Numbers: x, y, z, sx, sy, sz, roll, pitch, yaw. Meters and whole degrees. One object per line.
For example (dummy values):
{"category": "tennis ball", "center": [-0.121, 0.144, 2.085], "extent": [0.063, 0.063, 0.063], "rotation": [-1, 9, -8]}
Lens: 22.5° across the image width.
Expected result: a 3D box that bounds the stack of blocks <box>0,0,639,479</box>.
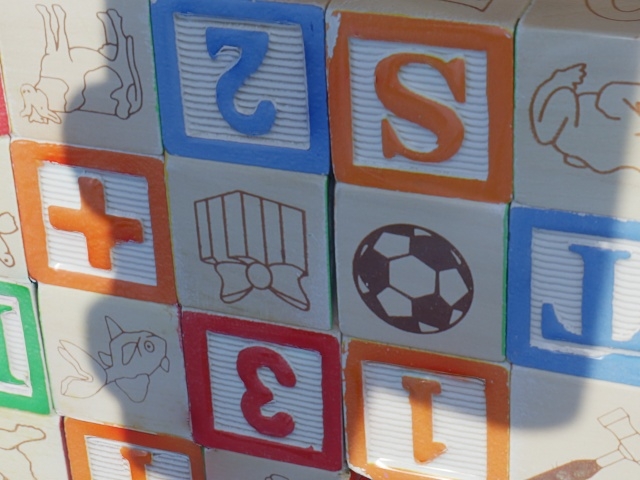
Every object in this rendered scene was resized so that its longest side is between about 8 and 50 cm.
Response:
{"category": "stack of blocks", "center": [0.000, 0.000, 0.428], "extent": [0.087, 0.297, 0.171], "rotation": [-54, -34, -54]}
